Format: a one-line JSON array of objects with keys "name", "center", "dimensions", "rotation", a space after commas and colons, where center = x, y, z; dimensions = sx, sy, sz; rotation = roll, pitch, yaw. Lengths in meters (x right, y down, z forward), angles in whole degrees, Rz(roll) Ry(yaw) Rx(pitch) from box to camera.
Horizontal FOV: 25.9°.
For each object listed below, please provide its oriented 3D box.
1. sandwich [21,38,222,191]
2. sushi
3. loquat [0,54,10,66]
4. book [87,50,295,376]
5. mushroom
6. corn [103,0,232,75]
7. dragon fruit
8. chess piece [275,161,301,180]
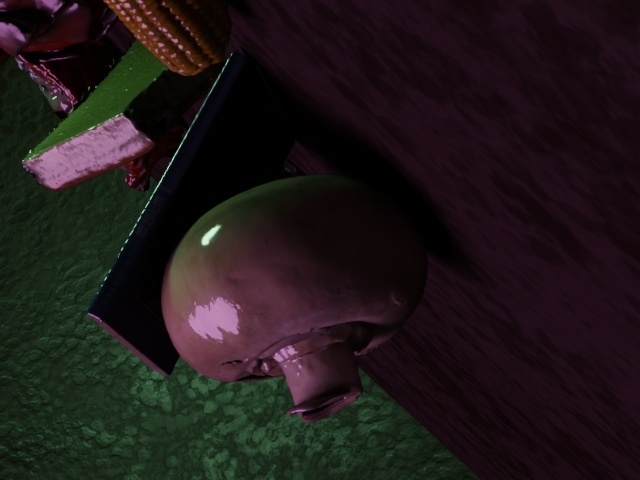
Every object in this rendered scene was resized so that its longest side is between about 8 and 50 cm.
[{"name": "sandwich", "center": [-0.172, -0.158, 1.453], "dimensions": [0.212, 0.245, 0.063], "rotation": [-17, 120, 43]}, {"name": "sushi", "center": [-0.322, -0.213, 1.986], "dimensions": [0.332, 0.124, 0.130], "rotation": [47, 162, -15]}, {"name": "loquat", "center": [-0.523, -0.343, 1.741], "dimensions": [0.328, 0.360, 0.328], "rotation": [10, -159, -4]}, {"name": "book", "center": [-0.112, -0.019, 1.284], "dimensions": [0.025, 0.269, 0.191], "rotation": [24, 166, 18]}, {"name": "mushroom", "center": [-0.019, 0.056, 1.219], "dimensions": [0.246, 0.246, 0.202], "rotation": [73, -177, -77]}, {"name": "corn", "center": [-0.141, -0.216, 1.026], "dimensions": [0.081, 0.081, 0.248], "rotation": [39, 171, 41]}, {"name": "dragon fruit", "center": [-0.239, -0.233, 1.158], "dimensions": [0.182, 0.182, 0.189], "rotation": [48, -169, -30]}, {"name": "chess piece", "center": [-0.038, -0.046, 1.568], "dimensions": [0.067, 0.067, 0.103], "rotation": [42, 165, 21]}]
